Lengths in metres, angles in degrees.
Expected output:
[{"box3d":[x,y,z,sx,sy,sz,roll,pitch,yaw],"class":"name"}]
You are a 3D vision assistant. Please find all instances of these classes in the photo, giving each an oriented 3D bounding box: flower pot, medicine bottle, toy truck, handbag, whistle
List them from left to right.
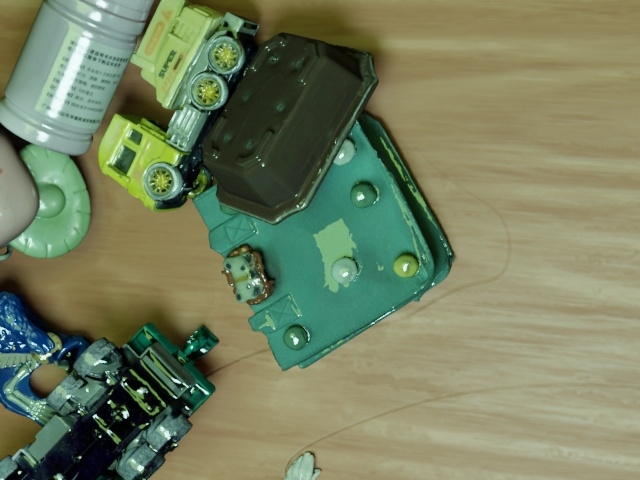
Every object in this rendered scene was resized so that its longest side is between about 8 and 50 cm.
[{"box3d":[-0.437,-0.154,2.003,0.176,0.033,0.033,30,102,15],"class":"whistle"},{"box3d":[-0.310,-0.245,1.834,0.133,0.133,0.249,29,105,15],"class":"medicine bottle"},{"box3d":[-0.281,0.259,1.897,0.176,0.178,0.363,45,106,4],"class":"toy truck"},{"box3d":[-0.188,-0.183,1.870,0.157,0.124,0.272,31,102,14],"class":"toy truck"},{"box3d":[-0.052,-0.155,1.781,0.179,0.084,0.251,20,78,46],"class":"flower pot"},{"box3d":[0.000,-0.001,1.830,0.274,0.100,0.268,-29,85,17],"class":"handbag"}]

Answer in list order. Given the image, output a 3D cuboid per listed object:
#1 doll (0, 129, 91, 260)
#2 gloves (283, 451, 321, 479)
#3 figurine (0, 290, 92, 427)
[{"box3d":[-0.468,-0.064,1.916,0.284,0.216,0.268,-28,101,-12],"class":"doll"},{"box3d":[-0.027,0.318,1.893,0.044,0.037,0.081,15,93,-19],"class":"gloves"},{"box3d":[-0.433,0.137,1.981,0.262,0.120,0.164,23,117,-4],"class":"figurine"}]
